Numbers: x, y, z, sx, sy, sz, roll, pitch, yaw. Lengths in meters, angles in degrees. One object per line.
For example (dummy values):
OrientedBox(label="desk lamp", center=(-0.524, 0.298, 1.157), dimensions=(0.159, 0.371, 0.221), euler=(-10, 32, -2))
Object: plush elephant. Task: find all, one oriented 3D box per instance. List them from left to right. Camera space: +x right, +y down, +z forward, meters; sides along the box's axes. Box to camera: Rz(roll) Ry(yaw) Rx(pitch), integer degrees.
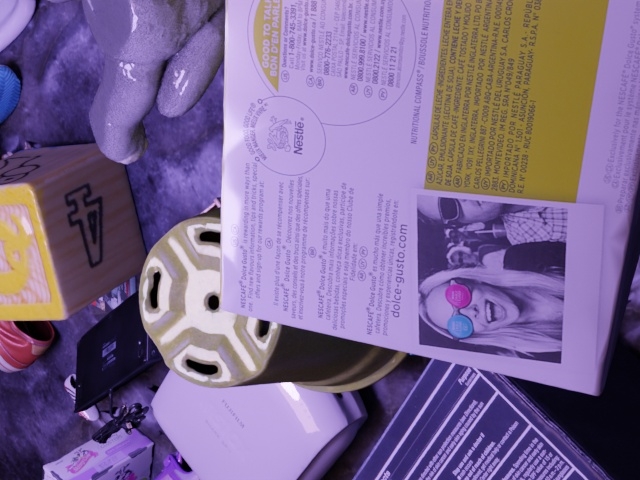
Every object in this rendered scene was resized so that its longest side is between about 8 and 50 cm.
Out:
OrientedBox(label="plush elephant", center=(-0.131, -0.287, 1.544), dimensions=(0.330, 0.255, 0.272), euler=(-43, 68, 55))

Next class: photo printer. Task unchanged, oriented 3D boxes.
OrientedBox(label="photo printer", center=(-0.079, 0.212, 1.826), dimensions=(0.256, 0.107, 0.307), euler=(50, 137, 15))

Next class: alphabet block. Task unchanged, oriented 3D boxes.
OrientedBox(label="alphabet block", center=(-0.381, -0.013, 1.925), dimensions=(0.192, 0.197, 0.193), euler=(-4, 108, 32))

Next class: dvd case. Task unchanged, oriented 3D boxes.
OrientedBox(label="dvd case", center=(-0.313, 0.066, 2.064), dimensions=(0.119, 0.013, 0.087), euler=(25, 126, 37))

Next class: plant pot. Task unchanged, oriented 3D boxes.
OrientedBox(label="plant pot", center=(-0.055, 0.052, 1.549), dimensions=(0.276, 0.254, 0.276), euler=(3, 96, 29))

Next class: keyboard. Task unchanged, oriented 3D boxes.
OrientedBox(label="keyboard", center=(-0.291, 0.195, 2.016), dimensions=(0.317, 0.033, 0.201), euler=(-35, 51, 57))

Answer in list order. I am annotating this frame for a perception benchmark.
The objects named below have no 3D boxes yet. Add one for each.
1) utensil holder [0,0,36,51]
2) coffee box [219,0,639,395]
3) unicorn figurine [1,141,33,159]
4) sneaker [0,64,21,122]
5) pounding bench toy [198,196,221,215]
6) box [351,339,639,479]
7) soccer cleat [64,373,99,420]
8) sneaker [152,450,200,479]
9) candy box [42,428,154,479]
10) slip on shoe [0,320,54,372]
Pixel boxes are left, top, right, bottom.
OrientedBox(label="utensil holder", center=(-0.619, -0.419, 1.902), dimensions=(0.327, 0.328, 0.385), euler=(-35, 81, 48))
OrientedBox(label="coffee box", center=(0.123, -0.129, 1.200), dimensions=(0.334, 0.337, 0.338), euler=(11, 121, 14))
OrientedBox(label="unicorn figurine", center=(-0.445, -0.058, 2.099), dimensions=(0.111, 0.060, 0.162), euler=(48, 143, 28))
OrientedBox(label="sneaker", center=(-0.520, -0.200, 2.088), dimensions=(0.229, 0.087, 0.092), euler=(-40, 77, 46))
OrientedBox(label="pounding bench toy", center=(-0.121, -0.021, 1.798), dimensions=(0.065, 0.083, 0.052), euler=(-39, 81, 16))
OrientedBox(label="box", center=(0.230, 0.247, 1.470), dimensions=(0.294, 0.183, 0.296), euler=(45, 134, 19))
OrientedBox(label="soccer cleat", center=(-0.373, 0.246, 2.205), dimensions=(0.083, 0.029, 0.035), euler=(53, 142, 19))
OrientedBox(label="sneaker", center=(-0.203, 0.352, 2.046), dimensions=(0.236, 0.095, 0.104), euler=(-12, 94, 43))
OrientedBox(label="candy box", center=(-0.343, 0.395, 2.145), dimensions=(0.070, 0.165, 0.196), euler=(34, 131, 29))
OrientedBox(label="slip on shoe", center=(-0.512, 0.042, 2.195), dimensions=(0.101, 0.123, 0.331), euler=(-25, 91, 26))
